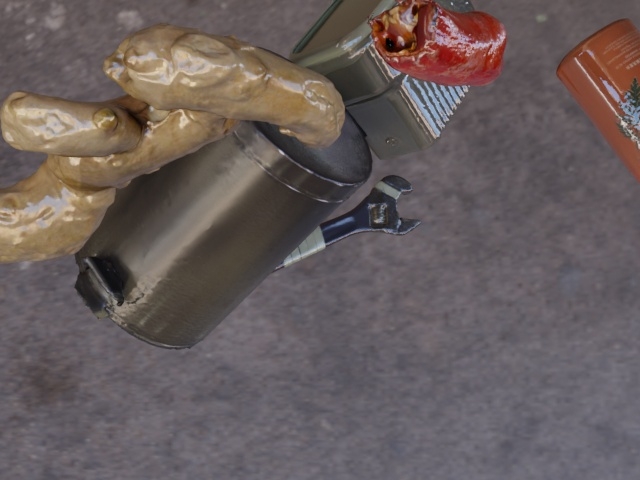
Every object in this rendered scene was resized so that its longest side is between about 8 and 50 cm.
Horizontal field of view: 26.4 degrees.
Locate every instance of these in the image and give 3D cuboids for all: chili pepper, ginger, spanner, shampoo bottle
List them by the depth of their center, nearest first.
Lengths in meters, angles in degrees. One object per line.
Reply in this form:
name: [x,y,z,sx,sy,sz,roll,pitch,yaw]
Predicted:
ginger: [-0.120,-0.054,0.746,0.149,0.259,0.065,48,28,-61]
chili pepper: [0.102,-0.158,1.099,0.123,0.073,0.070,3,46,-49]
shampoo bottle: [0.308,-0.079,1.192,0.085,0.085,0.244,-31,79,-31]
spanner: [0.000,0.000,1.898,0.316,0.024,0.087,-25,83,-19]

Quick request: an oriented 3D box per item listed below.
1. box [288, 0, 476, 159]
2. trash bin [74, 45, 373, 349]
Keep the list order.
box: [0.098,-0.230,1.654,0.178,0.138,0.274,54,47,-22]
trash bin: [-0.112,-0.042,1.527,0.203,0.301,0.252,53,28,14]
